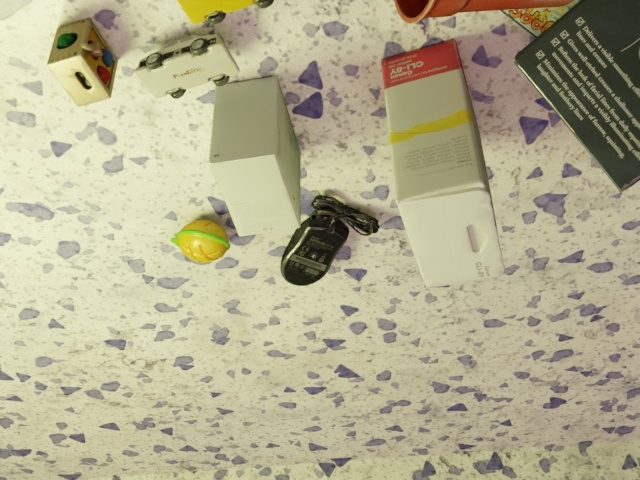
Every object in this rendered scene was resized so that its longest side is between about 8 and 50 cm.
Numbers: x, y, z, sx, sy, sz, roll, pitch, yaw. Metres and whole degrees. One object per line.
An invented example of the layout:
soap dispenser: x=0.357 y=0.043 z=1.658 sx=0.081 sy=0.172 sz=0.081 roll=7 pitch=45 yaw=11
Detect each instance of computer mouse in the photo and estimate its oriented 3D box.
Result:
computer mouse: x=0.000 y=0.000 z=2.052 sx=0.188 sy=0.072 sz=0.272 roll=24 pitch=122 yaw=-25

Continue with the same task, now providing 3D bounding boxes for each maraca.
maraca: x=-0.288 y=0.005 z=2.023 sx=0.127 sy=0.099 sz=0.186 roll=24 pitch=161 yaw=-25

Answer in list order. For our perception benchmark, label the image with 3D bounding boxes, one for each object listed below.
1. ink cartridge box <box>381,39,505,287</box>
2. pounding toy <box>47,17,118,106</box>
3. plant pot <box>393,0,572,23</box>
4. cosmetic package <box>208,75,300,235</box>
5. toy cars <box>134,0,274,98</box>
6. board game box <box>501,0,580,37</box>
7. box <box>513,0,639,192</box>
ink cartridge box: x=0.234 y=-0.145 z=1.622 sx=0.160 sy=0.384 sz=0.279 roll=-12 pitch=140 yaw=13
pounding toy: x=-0.434 y=-0.337 z=1.560 sx=0.100 sy=0.130 sz=0.141 roll=-13 pitch=140 yaw=13
plant pot: x=0.274 y=-0.478 z=1.333 sx=0.265 sy=0.272 sz=0.272 roll=-2 pitch=142 yaw=-14
cosmetic package: x=-0.126 y=-0.169 z=1.705 sx=0.138 sy=0.224 sz=0.224 roll=-9 pitch=141 yaw=9
toy cars: x=-0.203 y=-0.399 z=1.534 sx=0.176 sy=0.087 sz=0.393 roll=16 pitch=141 yaw=-23
board game box: x=0.431 y=-0.435 z=1.548 sx=0.201 sy=0.035 sz=0.136 roll=25 pitch=134 yaw=-29
box: x=0.579 y=-0.323 z=1.406 sx=0.395 sy=0.212 sz=0.293 roll=-39 pitch=86 yaw=26
